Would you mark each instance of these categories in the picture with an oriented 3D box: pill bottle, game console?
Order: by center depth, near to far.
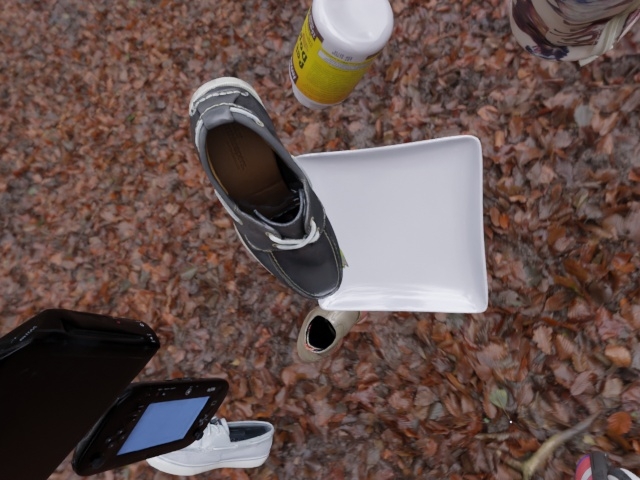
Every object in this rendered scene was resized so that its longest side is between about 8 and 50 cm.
[{"bbox_3d":[-0.198,0.174,0.416,0.044,0.361,0.213,41,91,25],"label":"game console"},{"bbox_3d":[0.019,-0.291,0.661,0.117,0.215,0.117,3,80,-16],"label":"pill bottle"}]

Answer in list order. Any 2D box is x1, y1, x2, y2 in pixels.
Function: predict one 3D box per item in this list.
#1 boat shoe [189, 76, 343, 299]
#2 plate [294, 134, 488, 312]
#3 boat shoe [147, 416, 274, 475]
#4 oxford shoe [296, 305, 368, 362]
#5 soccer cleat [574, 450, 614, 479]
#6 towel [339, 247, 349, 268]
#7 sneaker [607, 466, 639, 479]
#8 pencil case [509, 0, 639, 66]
[{"bbox_3d":[-0.037,-0.019,0.368,0.084,0.233,0.079,-29,37,-3],"label":"boat shoe"},{"bbox_3d":[0.108,-0.015,0.658,0.277,0.278,0.045,-2,25,21],"label":"plate"},{"bbox_3d":[-0.183,0.347,0.740,0.079,0.227,0.081,25,96,54],"label":"boat shoe"},{"bbox_3d":[-0.009,0.236,1.073,0.123,0.348,0.130,44,49,15],"label":"oxford shoe"},{"bbox_3d":[0.262,0.350,0.408,0.116,0.109,0.318,-31,13,36],"label":"soccer cleat"},{"bbox_3d":[0.000,0.000,0.543,0.009,0.083,0.060,-44,32,14],"label":"towel"},{"bbox_3d":[0.263,0.243,0.342,0.043,0.040,0.109,-18,43,10],"label":"sneaker"},{"bbox_3d":[0.282,-0.294,0.395,0.159,0.410,0.184,-17,91,20],"label":"pencil case"}]
